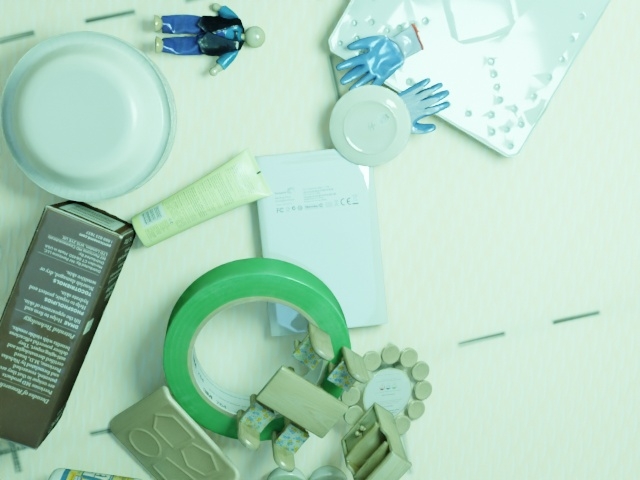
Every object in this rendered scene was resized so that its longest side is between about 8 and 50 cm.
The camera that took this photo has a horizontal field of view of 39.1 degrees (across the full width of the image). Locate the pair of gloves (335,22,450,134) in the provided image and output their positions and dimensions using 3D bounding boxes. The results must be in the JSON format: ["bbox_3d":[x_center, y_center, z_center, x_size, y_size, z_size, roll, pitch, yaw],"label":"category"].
[{"bbox_3d":[0.127,-0.264,1.541,0.159,0.023,0.198,-26,102,9],"label":"pair of gloves"}]

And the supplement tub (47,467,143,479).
[{"bbox_3d":[-0.380,0.482,1.571,0.200,0.144,0.144,9,95,-5],"label":"supplement tub"}]

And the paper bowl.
[{"bbox_3d":[-0.388,-0.205,1.502,0.284,0.148,0.284,0,97,-3],"label":"paper bowl"}]

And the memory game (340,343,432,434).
[{"bbox_3d":[0.119,0.274,1.621,0.186,0.012,0.186,-6,105,-23],"label":"memory game"}]

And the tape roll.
[{"bbox_3d":[-0.108,0.190,1.555,0.321,0.077,0.321,-2,110,-5],"label":"tape roll"}]

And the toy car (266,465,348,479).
[{"bbox_3d":[-0.024,0.497,1.612,0.182,0.159,0.136,1,132,-4],"label":"toy car"}]

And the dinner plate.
[{"bbox_3d":[0.085,-0.195,1.543,0.141,0.017,0.141,0,106,0],"label":"dinner plate"}]

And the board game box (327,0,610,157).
[{"bbox_3d":[0.271,-0.404,1.573,0.390,0.050,0.390,30,93,-6],"label":"board game box"}]

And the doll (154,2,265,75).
[{"bbox_3d":[-0.189,-0.347,1.550,0.189,0.046,0.129,-3,87,-10],"label":"doll"}]

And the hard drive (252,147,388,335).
[{"bbox_3d":[0.000,0.000,1.600,0.210,0.040,0.318,-6,96,-3],"label":"hard drive"}]

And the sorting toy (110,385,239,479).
[{"bbox_3d":[-0.255,0.363,1.580,0.193,0.038,0.208,-34,96,39],"label":"sorting toy"}]

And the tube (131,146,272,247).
[{"bbox_3d":[-0.208,-0.066,1.564,0.240,0.062,0.070,-28,129,3],"label":"tube"}]

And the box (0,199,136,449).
[{"bbox_3d":[-0.447,0.132,1.509,0.143,0.191,0.381,24,94,-6],"label":"box"}]

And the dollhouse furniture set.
[{"bbox_3d":[0.012,0.304,1.482,0.242,0.161,0.212,34,104,-18],"label":"dollhouse furniture set"}]
